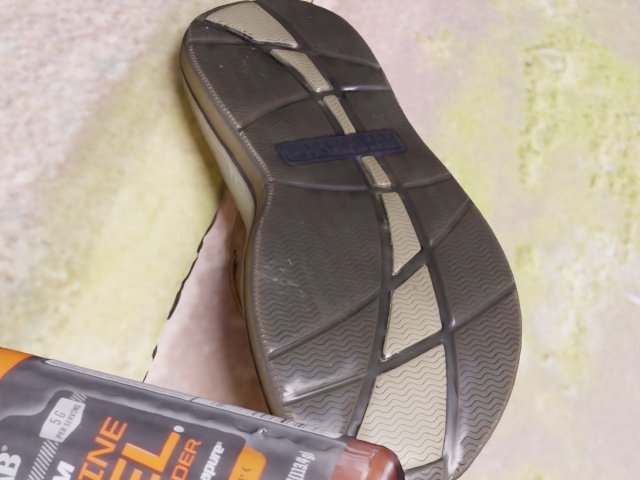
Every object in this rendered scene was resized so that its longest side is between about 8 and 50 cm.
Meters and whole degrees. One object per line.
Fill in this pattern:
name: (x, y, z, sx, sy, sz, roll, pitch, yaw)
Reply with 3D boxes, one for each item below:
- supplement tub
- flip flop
supplement tub: (-0.078, 0.096, 0.495, 0.198, 0.106, 0.106, 13, 51, 10)
flip flop: (0.000, 0.000, 0.633, 0.112, 0.080, 0.277, -5, 45, -20)
